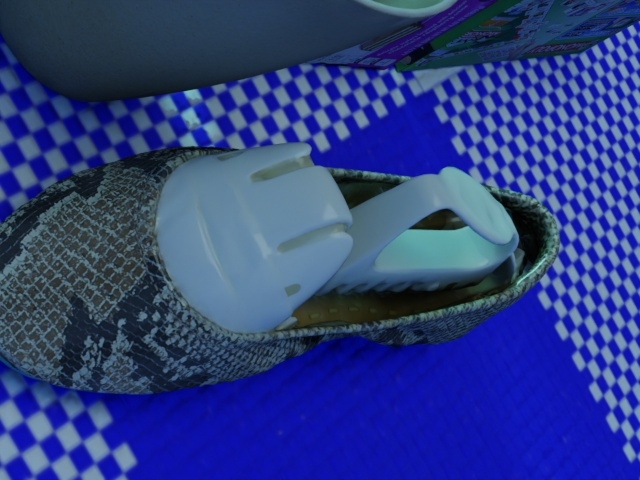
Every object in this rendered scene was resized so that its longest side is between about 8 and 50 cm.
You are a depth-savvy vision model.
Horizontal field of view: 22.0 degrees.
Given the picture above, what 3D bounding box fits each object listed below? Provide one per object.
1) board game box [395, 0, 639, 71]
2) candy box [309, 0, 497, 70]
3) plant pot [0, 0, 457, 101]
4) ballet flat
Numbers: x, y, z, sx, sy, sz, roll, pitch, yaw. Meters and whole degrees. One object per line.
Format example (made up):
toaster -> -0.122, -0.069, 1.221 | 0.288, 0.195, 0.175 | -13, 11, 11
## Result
board game box -> 0.230, -0.223, 1.474 | 0.317, 0.213, 0.046 | -13, 80, -51
candy box -> 0.022, -0.200, 1.272 | 0.233, 0.159, 0.071 | -1, 69, -48
plant pot -> -0.082, -0.200, 1.063 | 0.256, 0.274, 0.257 | 26, 51, -37
ballet flat -> 0.000, 0.000, 1.117 | 0.482, 0.182, 0.164 | -1, 71, -48
